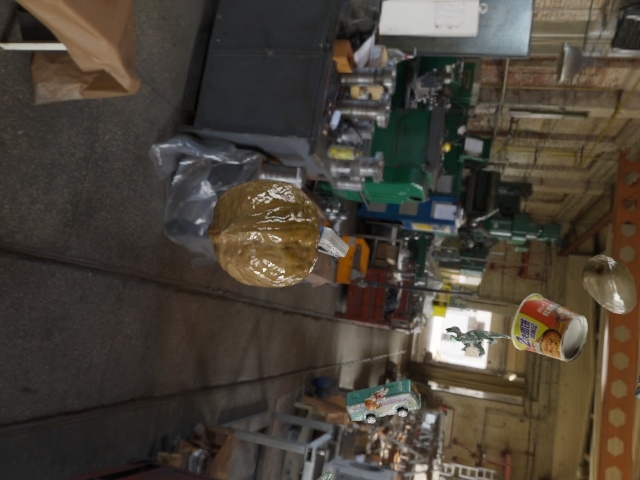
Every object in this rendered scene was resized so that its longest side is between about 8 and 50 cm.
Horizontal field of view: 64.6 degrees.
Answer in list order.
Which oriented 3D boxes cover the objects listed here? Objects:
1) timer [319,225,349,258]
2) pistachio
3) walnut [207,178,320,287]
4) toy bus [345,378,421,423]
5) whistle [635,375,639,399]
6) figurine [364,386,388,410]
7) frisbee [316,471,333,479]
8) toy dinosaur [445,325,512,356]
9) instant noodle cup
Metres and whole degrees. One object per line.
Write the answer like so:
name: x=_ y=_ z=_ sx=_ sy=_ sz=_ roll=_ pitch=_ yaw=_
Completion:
timer: x=0.000 y=0.000 z=2.055 sx=0.078 sy=0.178 sz=0.253 roll=-68 pitch=155 yaw=-9
pistachio: x=0.889 y=0.137 z=1.557 sx=0.206 sy=0.131 sz=0.130 roll=56 pitch=26 yaw=-19
walnut: x=-0.151 y=-0.018 z=1.396 sx=0.343 sy=0.305 sz=0.307 roll=-2 pitch=98 yaw=-57
toy bus: x=0.222 y=0.573 z=1.800 sx=0.091 sy=0.261 sz=0.109 roll=-77 pitch=145 yaw=-63
whistle: x=1.037 y=0.440 z=1.462 sx=0.093 sy=0.180 sz=0.269 roll=-52 pitch=179 yaw=-30
figurine: x=0.183 y=0.508 z=1.626 sx=0.109 sy=0.064 sz=0.047 roll=-26 pitch=106 yaw=-47
frisbee: x=0.000 y=0.833 z=1.728 sx=0.110 sy=0.014 sz=0.110 roll=-32 pitch=142 yaw=-28
toy dinosaur: x=0.617 y=0.367 z=1.939 sx=0.167 sy=0.241 sz=0.053 roll=-96 pitch=169 yaw=-60
instant noodle cup: x=0.784 y=0.303 z=1.716 sx=0.213 sy=0.174 sz=0.214 roll=-10 pitch=108 yaw=-35
